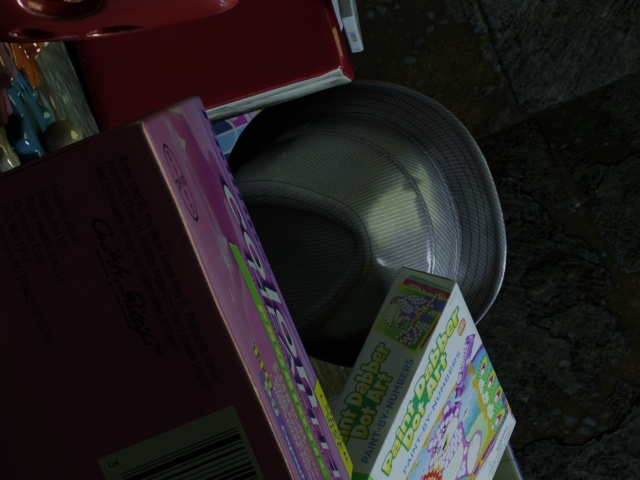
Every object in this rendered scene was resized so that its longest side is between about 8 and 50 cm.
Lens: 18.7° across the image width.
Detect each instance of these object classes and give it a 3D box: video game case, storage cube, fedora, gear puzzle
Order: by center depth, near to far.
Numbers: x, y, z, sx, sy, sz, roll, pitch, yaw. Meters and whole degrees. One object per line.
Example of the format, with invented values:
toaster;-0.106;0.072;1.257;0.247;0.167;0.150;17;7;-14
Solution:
gear puzzle;-0.197;-0.178;1.088;0.175;0.044;0.339;62;7;-58
video game case;0.017;-0.194;1.448;0.122;0.011;0.087;50;30;-82
storage cube;-0.089;-0.191;1.483;0.183;0.215;0.193;-31;105;-87
fedora;0.000;0.000;1.571;0.124;0.275;0.244;-23;105;-50

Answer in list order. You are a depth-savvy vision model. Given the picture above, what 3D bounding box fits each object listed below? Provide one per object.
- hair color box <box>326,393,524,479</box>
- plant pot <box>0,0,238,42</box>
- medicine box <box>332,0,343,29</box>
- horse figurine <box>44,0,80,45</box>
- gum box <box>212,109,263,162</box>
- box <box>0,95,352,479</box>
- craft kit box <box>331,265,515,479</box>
hair color box;0.102;0.246;1.830;0.339;0.185;0.110;-102;171;-67
plant pot;-0.134;-0.169;0.792;0.191;0.174;0.191;-11;90;-80
medicine box;-0.086;-0.300;1.884;0.263;0.149;0.289;108;-33;-53
horse figurine;-0.159;-0.239;1.241;0.174;0.066;0.263;-61;163;-59
gum box;-0.088;-0.104;1.736;0.062;0.107;0.188;-100;167;-72
box;-0.078;0.057;0.887;0.243;0.117;0.213;-79;147;-84
craft kit box;0.063;0.187;1.511;0.250;0.061;0.246;-64;150;-22
